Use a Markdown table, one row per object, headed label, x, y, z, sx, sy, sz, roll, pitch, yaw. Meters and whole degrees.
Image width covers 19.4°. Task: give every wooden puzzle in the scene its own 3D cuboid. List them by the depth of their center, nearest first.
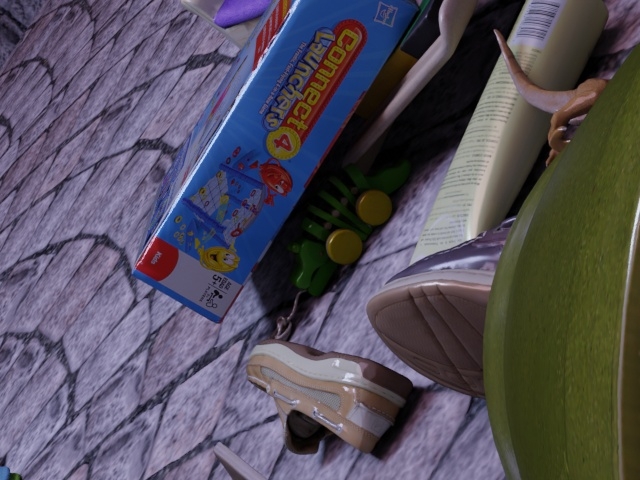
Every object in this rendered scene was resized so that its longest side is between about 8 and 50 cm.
| label | x | y | z | sx | sy | sz | roll | pitch | yaw |
| --- | --- | --- | --- | --- | --- | --- | --- | --- | --- |
| wooden puzzle | 0.091 | -0.185 | 1.506 | 0.221 | 0.044 | 0.238 | -64 | 4 | -32 |

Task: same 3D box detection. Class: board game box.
| label | x | y | z | sx | sy | sz | roll | pitch | yaw |
| --- | --- | --- | --- | --- | --- | --- | --- | --- | --- |
| board game box | -0.040 | -0.113 | 1.603 | 0.302 | 0.086 | 0.308 | -57 | 8 | 12 |

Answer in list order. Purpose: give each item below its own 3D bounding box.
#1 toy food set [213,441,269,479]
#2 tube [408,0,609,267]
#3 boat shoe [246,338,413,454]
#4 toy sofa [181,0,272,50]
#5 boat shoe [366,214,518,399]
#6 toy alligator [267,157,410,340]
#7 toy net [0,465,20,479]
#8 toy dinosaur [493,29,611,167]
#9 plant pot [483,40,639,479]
| label | x | y | z | sx | sy | sz | roll | pitch | yaw |
| --- | --- | --- | --- | --- | --- | --- | --- | --- | --- |
| toy food set | -0.120 | 0.281 | 1.208 | 0.306 | 0.092 | 0.220 | -54 | 19 | -6 |
| tube | 0.133 | -0.075 | 1.340 | 0.240 | 0.062 | 0.070 | -63 | -20 | -17 |
| boat shoe | -0.009 | 0.114 | 1.307 | 0.190 | 0.068 | 0.072 | 0 | 65 | 66 |
| toy sofa | -0.019 | -0.312 | 1.923 | 0.150 | 0.177 | 0.362 | -59 | 21 | -18 |
| boat shoe | 0.143 | 0.025 | 1.069 | 0.285 | 0.103 | 0.092 | -15 | 32 | 52 |
| toy alligator | 0.000 | 0.000 | 1.502 | 0.189 | 0.051 | 0.056 | -52 | 19 | -3 |
| toy net | -0.370 | 0.258 | 1.902 | 0.122 | 0.045 | 0.232 | -55 | 18 | -4 |
| toy dinosaur | 0.180 | -0.088 | 1.249 | 0.211 | 0.064 | 0.112 | 3 | 47 | 47 |
| plant pot | 0.206 | 0.040 | 0.576 | 0.366 | 0.366 | 0.353 | -54 | 8 | -8 |
